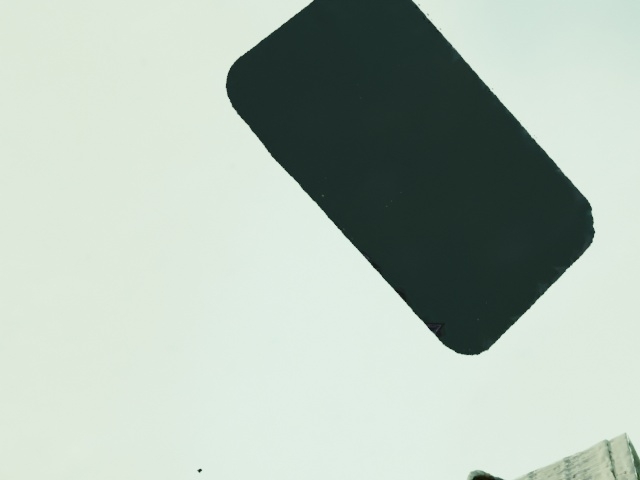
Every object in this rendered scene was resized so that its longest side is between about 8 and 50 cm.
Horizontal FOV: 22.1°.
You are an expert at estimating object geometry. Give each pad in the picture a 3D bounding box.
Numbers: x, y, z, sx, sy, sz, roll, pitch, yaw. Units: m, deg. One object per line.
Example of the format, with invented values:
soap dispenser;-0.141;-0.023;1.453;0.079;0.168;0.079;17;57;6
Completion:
pad;0.004;-0.002;1.070;0.250;0.323;0.055;49;169;-2

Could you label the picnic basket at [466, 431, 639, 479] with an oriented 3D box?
picnic basket;0.185;0.290;0.997;0.228;0.175;0.313;-50;-64;-79
